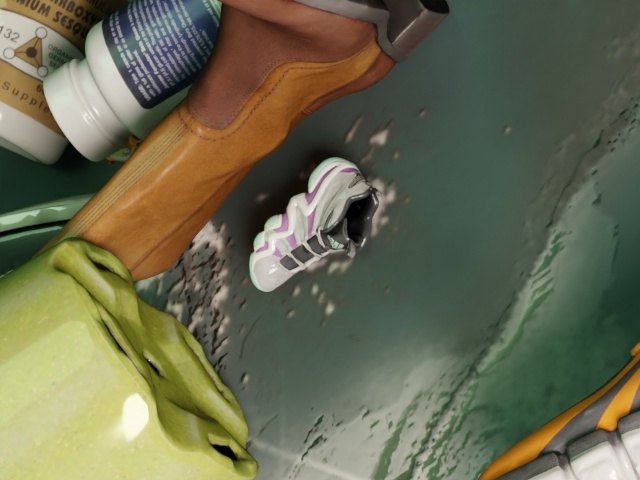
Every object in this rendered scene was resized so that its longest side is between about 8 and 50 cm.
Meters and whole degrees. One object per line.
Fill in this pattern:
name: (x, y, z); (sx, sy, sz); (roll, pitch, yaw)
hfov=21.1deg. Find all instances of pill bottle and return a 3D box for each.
pill bottle: (-0.099, -0.124, 1.161); (0.169, 0.094, 0.094); (-30, 46, 11)
pill bottle: (-0.209, -0.185, 1.311); (0.131, 0.131, 0.229); (21, 82, 50)

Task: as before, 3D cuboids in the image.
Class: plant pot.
plant pot: (-0.187, 0.142, 1.014); (0.254, 0.276, 0.276); (-38, 43, 8)

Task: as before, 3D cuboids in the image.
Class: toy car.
toy car: (-0.135, -0.057, 1.219); (0.122, 0.060, 0.041); (-122, 38, -54)

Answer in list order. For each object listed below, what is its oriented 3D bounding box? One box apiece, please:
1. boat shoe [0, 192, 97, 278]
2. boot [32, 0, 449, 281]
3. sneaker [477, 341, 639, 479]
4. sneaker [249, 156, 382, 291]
boat shoe: (-0.254, 0.039, 1.254); (0.319, 0.116, 0.099); (-16, 90, 25)
boot: (-0.081, -0.082, 1.030); (0.280, 0.264, 0.096); (-41, 80, 19)
sneaker: (0.205, 0.035, 0.773); (0.321, 0.124, 0.180); (-25, 45, 20)
sneaker: (0.000, 0.000, 1.053); (0.098, 0.038, 0.069); (-55, 39, 6)
